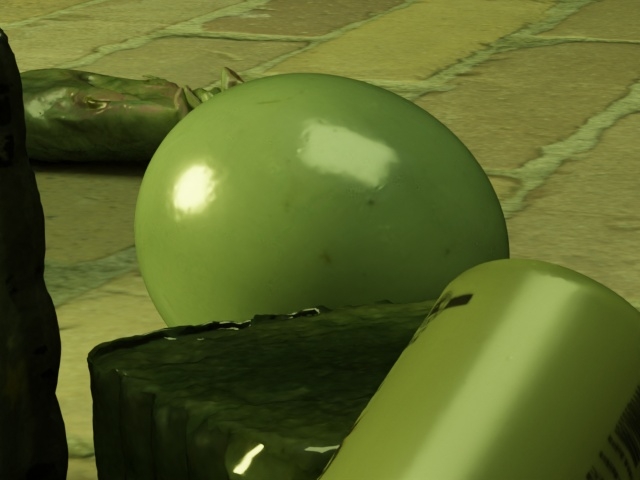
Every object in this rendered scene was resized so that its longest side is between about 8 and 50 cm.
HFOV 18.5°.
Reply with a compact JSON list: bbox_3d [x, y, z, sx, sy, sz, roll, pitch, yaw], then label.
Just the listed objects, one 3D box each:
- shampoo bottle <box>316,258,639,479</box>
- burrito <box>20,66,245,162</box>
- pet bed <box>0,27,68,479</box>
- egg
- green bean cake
[{"bbox_3d":[0.035,0.083,0.538,0.079,0.079,0.162,9,46,34],"label":"shampoo bottle"},{"bbox_3d":[-0.198,-0.090,1.415,0.309,0.066,0.096,1,17,20],"label":"burrito"},{"bbox_3d":[-0.192,0.009,0.750,0.183,0.211,0.159,4,18,30],"label":"pet bed"},{"bbox_3d":[0.000,0.000,0.888,0.149,0.149,0.192,-15,22,-43],"label":"egg"},{"bbox_3d":[0.026,0.077,0.704,0.183,0.094,0.185,-9,17,-27],"label":"green bean cake"}]
